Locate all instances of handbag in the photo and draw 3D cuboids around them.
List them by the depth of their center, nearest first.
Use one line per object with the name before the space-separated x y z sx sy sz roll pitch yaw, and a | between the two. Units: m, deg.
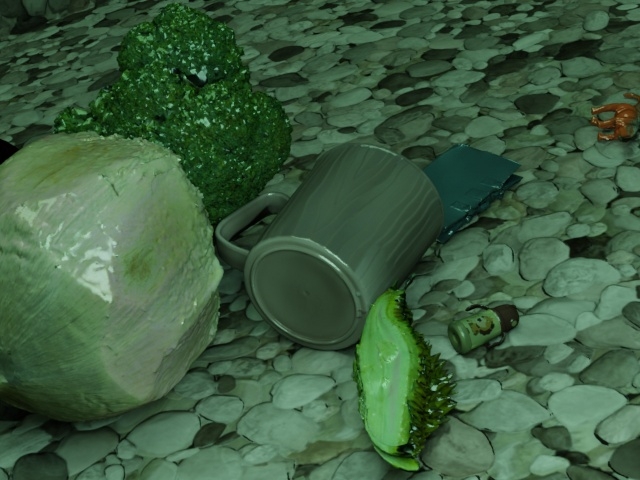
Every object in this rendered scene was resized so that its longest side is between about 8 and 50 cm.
handbag | 0.224 -0.081 1.804 0.221 0.057 0.144 -35 39 -32

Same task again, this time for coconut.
coconut | -0.350 0.072 1.462 0.405 0.404 0.404 -11 29 6

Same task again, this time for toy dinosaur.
toy dinosaur | 0.532 -0.218 1.905 0.102 0.055 0.279 2 31 10

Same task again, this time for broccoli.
broccoli | -0.234 -0.146 1.689 0.310 0.413 0.321 21 49 36

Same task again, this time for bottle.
bottle | 0.226 0.115 1.466 0.101 0.063 0.047 -21 1 -17

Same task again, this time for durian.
durian | 0.103 0.172 1.360 0.132 0.106 0.375 -12 30 9

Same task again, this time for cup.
cup | 0.007 -0.011 1.583 0.288 0.208 0.273 33 44 4

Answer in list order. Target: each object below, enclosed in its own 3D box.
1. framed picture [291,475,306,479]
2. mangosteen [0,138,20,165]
framed picture | -0.088 0.355 1.223 0.203 0.015 0.150 -20 30 -10
mangosteen | -0.623 -0.023 1.853 0.306 0.306 0.359 -12 53 5
